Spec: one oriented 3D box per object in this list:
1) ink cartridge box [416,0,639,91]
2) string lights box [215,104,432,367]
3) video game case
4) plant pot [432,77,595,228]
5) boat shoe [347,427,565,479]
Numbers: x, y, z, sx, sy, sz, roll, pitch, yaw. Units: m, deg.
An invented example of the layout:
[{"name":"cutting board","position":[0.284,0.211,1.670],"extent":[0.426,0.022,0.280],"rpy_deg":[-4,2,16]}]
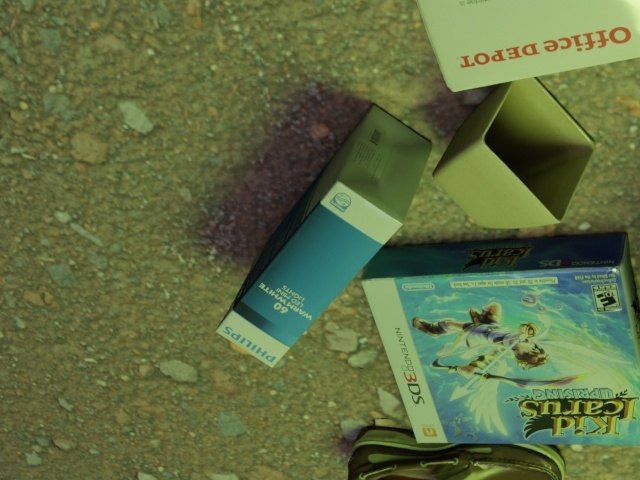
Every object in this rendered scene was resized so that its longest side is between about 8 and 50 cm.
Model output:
[{"name":"ink cartridge box","position":[0.157,-0.261,0.899],"extent":[0.171,0.168,0.232],"rpy_deg":[-6,125,27]},{"name":"string lights box","position":[0.000,0.000,1.199],"extent":[0.077,0.133,0.259],"rpy_deg":[33,132,-7]},{"name":"video game case","position":[0.204,0.113,1.261],"extent":[0.270,0.061,0.244],"rpy_deg":[-4,127,24]},{"name":"plant pot","position":[0.169,-0.073,1.100],"extent":[0.109,0.109,0.096],"rpy_deg":[44,143,-16]},{"name":"boat shoe","position":[0.153,0.283,1.396],"extent":[0.258,0.095,0.095],"rpy_deg":[-3,126,24]}]
